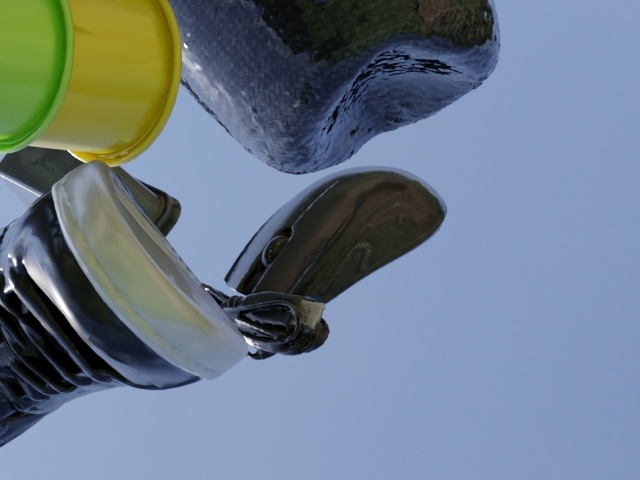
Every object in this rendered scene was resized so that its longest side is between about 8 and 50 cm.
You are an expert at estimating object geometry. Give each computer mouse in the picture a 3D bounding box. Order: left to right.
[{"bbox_3d":[0.000,0.000,1.406,0.188,0.072,0.272,4,-150,46],"label":"computer mouse"}]

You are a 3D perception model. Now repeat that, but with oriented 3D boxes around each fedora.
[{"bbox_3d":[0.005,-0.131,0.966,0.334,0.334,0.152,-20,-100,-41],"label":"fedora"}]

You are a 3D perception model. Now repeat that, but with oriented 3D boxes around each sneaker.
[{"bbox_3d":[-0.097,0.038,0.552,0.079,0.121,0.217,51,176,-8],"label":"sneaker"}]

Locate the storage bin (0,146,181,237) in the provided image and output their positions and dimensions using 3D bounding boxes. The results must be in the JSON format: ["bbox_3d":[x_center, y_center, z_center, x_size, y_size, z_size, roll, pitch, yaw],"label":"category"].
[{"bbox_3d":[-0.197,-0.034,1.337,0.135,0.091,0.098,25,-107,45],"label":"storage bin"}]

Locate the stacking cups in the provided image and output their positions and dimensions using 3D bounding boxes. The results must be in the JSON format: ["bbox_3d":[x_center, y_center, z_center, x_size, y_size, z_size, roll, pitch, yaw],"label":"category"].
[{"bbox_3d":[-0.195,-0.088,0.671,0.316,0.096,0.096,4,-139,-51],"label":"stacking cups"}]
